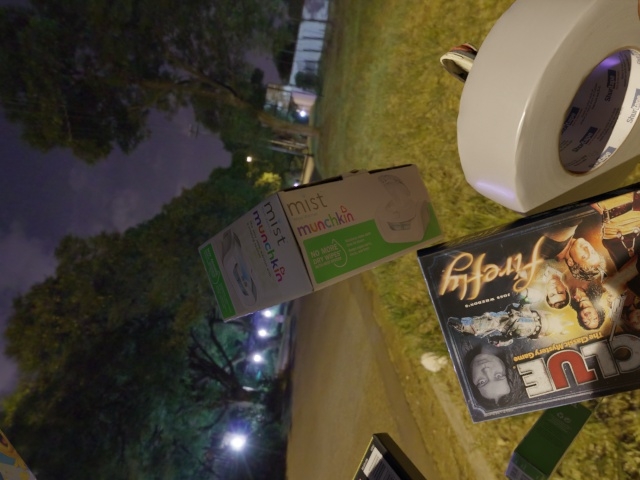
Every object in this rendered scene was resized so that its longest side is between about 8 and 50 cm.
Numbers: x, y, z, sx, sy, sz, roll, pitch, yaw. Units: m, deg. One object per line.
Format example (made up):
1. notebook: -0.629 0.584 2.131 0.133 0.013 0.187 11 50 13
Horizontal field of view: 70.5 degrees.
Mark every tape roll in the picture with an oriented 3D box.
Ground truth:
1. tape roll: 0.235 -0.126 0.427 0.072 0.219 0.219 44 129 49

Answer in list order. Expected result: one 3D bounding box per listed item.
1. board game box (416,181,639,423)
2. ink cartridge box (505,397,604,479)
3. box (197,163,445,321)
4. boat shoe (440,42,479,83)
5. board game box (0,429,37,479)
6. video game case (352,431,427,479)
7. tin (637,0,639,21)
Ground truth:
1. board game box: 0.227 0.051 0.396 0.042 0.243 0.165 -38 -72 -76
2. ink cartridge box: 0.420 0.344 0.810 0.209 0.062 0.109 -35 -41 -26
3. box: 0.000 0.000 0.649 0.231 0.262 0.127 -25 84 48
4. boat shoe: 0.224 -0.221 0.622 0.137 0.043 0.049 53 160 25
5. board game box: -0.381 0.200 0.383 0.086 0.302 0.308 -43 -16 -21
6. video game case: 0.116 0.464 0.631 0.275 0.035 0.248 38 111 52
7. tin: 0.290 -0.157 0.257 0.106 0.189 0.040 80 -168 -48
